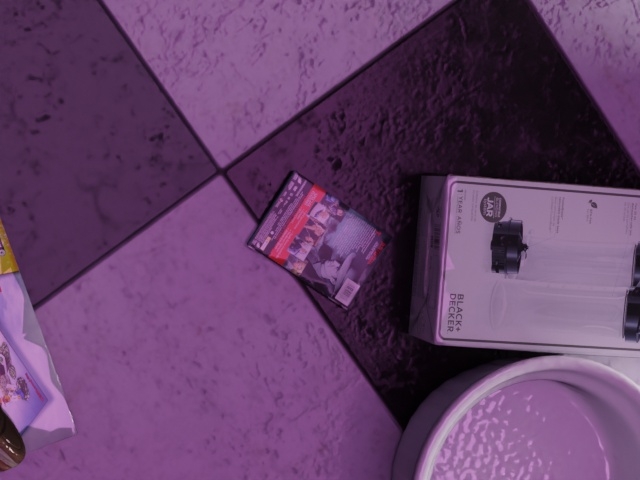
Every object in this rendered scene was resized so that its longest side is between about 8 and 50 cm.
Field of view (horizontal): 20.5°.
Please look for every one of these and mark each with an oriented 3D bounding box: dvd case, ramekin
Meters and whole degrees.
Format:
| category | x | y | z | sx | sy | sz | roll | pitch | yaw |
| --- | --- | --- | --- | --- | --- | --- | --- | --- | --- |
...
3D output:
| category | x | y | z | sx | sy | sz | roll | pitch | yaw |
| --- | --- | --- | --- | --- | --- | --- | --- | --- | --- |
| dvd case | 0.000 | 0.000 | 1.719 | 0.119 | 0.013 | 0.087 | 33 | 85 | -13 |
| ramekin | 0.202 | 0.243 | 1.721 | 0.277 | 0.135 | 0.277 | -1 | 92 | -14 |

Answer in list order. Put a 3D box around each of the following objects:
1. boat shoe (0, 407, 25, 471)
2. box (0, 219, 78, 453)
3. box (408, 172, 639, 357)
| category | x | y | z | sx | sy | sz | roll | pitch | yaw |
| --- | --- | --- | --- | --- | --- | --- | --- | --- | --- |
| boat shoe | -0.347 | 0.145 | 1.570 | 0.190 | 0.068 | 0.072 | 45 | 95 | -2 |
| box | -0.336 | 0.096 | 1.620 | 0.159 | 0.044 | 0.233 | -20 | 98 | -12 |
| box | 0.241 | 0.026 | 1.744 | 0.289 | 0.087 | 0.169 | 3 | 92 | -14 |
